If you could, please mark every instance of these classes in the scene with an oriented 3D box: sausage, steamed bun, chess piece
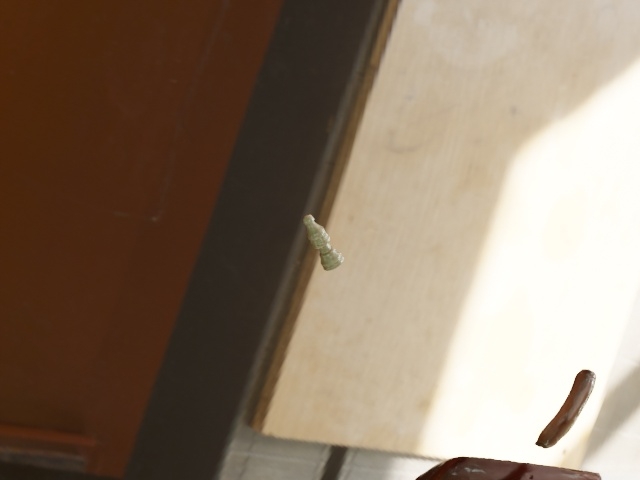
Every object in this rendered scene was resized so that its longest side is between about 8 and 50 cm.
[{"bbox_3d":[0.439,0.298,1.900,0.176,0.047,0.040,-51,143,-26],"label":"sausage"},{"bbox_3d":[0.351,0.554,2.025,0.379,0.235,0.248,8,69,-9],"label":"steamed bun"},{"bbox_3d":[0.000,0.000,1.643,0.035,0.035,0.092,-41,116,-25],"label":"chess piece"}]
